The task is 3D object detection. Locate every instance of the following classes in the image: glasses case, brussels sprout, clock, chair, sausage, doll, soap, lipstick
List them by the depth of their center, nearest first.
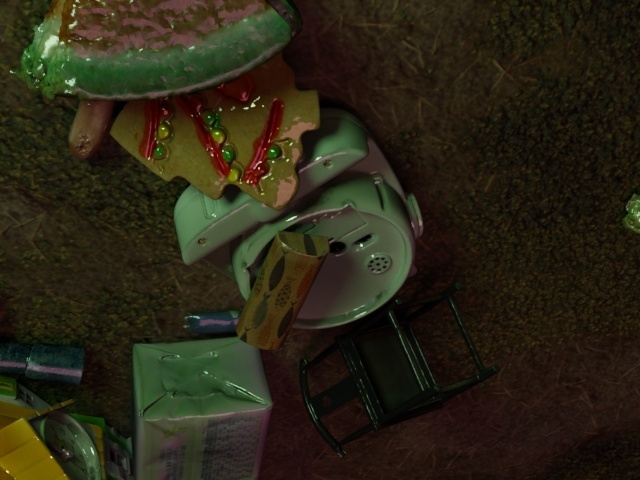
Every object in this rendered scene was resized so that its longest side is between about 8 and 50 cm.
[{"bbox_3d":[-0.244,-0.161,1.193,0.043,0.043,0.186,5,130,-22],"label":"sausage"},{"bbox_3d":[-0.046,0.063,1.321,0.065,0.041,0.170,7,133,-22],"label":"glasses case"},{"bbox_3d":[0.000,0.000,1.378,0.265,0.108,0.324,-33,134,14],"label":"clock"},{"bbox_3d":[-0.429,0.151,1.430,0.234,0.053,0.053,9,129,-23],"label":"lipstick"},{"bbox_3d":[-0.373,0.320,1.478,0.166,0.235,0.309,-31,133,13],"label":"clock"},{"bbox_3d":[-0.126,0.111,1.505,0.125,0.027,0.037,0,132,-14],"label":"doll"},{"bbox_3d":[0.100,0.183,1.531,0.141,0.154,0.260,-10,160,-38],"label":"chair"},{"bbox_3d":[0.470,-0.033,1.534,0.085,0.058,0.085,-23,146,-17],"label":"brussels sprout"},{"bbox_3d":[-0.172,0.247,1.539,0.182,0.138,0.199,-2,133,-14],"label":"soap"}]

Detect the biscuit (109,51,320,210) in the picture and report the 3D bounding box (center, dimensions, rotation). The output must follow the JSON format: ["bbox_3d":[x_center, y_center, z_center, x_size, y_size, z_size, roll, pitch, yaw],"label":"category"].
[{"bbox_3d":[-0.118,-0.131,1.207,0.239,0.041,0.212,-5,104,6],"label":"biscuit"}]

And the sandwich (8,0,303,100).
[{"bbox_3d":[-0.151,-0.233,1.083,0.292,0.109,0.212,4,111,-17],"label":"sandwich"}]
